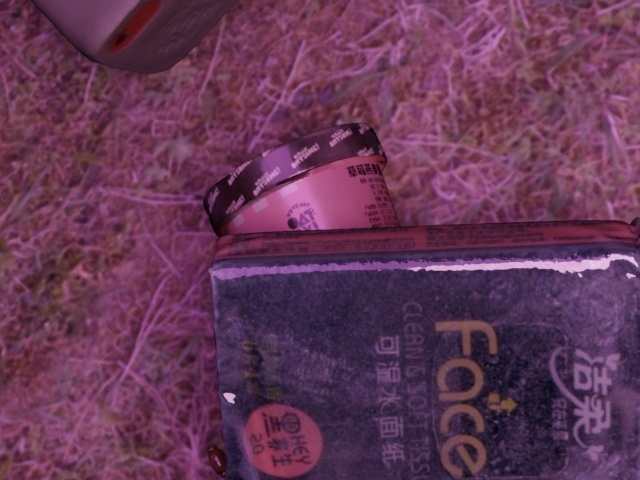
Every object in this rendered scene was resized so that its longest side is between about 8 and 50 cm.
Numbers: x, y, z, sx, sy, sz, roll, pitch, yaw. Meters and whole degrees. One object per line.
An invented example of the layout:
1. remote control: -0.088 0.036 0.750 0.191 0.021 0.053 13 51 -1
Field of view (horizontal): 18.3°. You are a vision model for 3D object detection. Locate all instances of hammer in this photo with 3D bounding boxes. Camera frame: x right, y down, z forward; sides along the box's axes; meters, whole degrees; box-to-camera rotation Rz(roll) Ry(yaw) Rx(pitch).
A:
1. hammer: -0.036 0.151 1.613 0.123 0.014 0.029 -31 77 2

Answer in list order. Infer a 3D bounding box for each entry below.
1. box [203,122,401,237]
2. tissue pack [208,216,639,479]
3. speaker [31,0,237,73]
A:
1. box: 0.000 0.000 1.582 0.151 0.151 0.135 -25 79 7
2. tissue pack: 0.082 0.101 1.474 0.316 0.103 0.228 -2 111 3
3. speaker: -0.094 -0.335 1.643 0.406 0.183 0.184 -45 72 18
